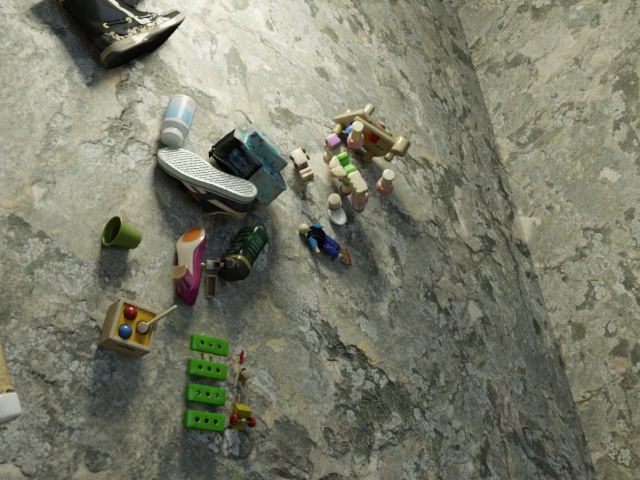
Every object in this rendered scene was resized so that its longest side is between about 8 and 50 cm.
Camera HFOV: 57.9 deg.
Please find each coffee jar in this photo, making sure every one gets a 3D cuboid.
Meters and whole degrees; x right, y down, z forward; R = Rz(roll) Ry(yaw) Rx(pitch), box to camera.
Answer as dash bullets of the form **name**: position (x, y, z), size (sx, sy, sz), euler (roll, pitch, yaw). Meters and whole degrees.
- **coffee jar**: position (-0.237, 0.041, 1.759), size (0.079, 0.096, 0.184), euler (59, 37, -31)

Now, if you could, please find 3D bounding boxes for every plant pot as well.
- **plant pot**: position (-0.521, -0.013, 1.537), size (0.079, 0.083, 0.083), euler (28, 49, -46)

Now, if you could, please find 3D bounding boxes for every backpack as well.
- **backpack**: position (-0.210, -0.244, 1.869), size (0.254, 0.191, 0.225), euler (53, 5, -18)

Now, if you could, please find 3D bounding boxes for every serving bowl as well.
- **serving bowl**: position (0.058, -0.093, 2.180), size (0.083, 0.027, 0.084), euler (23, 54, -34)

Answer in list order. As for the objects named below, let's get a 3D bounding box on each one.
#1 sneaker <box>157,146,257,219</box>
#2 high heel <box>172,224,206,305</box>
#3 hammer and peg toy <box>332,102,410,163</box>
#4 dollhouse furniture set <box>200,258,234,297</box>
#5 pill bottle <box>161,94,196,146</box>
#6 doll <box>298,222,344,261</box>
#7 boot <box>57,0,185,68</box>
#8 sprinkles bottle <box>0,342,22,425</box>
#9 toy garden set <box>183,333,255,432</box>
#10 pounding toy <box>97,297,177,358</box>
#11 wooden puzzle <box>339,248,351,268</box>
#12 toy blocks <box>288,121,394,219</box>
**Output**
- **sneaker**: position (-0.357, -0.163, 1.756), size (0.321, 0.128, 0.126), euler (28, 39, 2)
- **high heel**: position (-0.363, 0.066, 1.664), size (0.244, 0.082, 0.117), euler (-92, 172, -49)
- **hammer and peg toy**: position (0.211, -0.429, 2.291), size (0.266, 0.361, 0.127), euler (38, 80, -21)
- **dollhouse furniture set**: position (-0.300, 0.108, 1.641), size (0.081, 0.090, 0.115), euler (9, 83, -73)
- **pill bottle**: position (-0.445, -0.371, 1.802), size (0.087, 0.087, 0.160), euler (29, 49, -30)
- **doll**: position (0.000, 0.000, 2.056), size (0.189, 0.046, 0.129), euler (37, 45, -24)
- **boot**: position (-0.621, -0.721, 1.803), size (0.284, 0.138, 0.377), euler (49, 48, -12)
- **sprinkles bottle**: position (-0.718, 0.208, 1.175), size (0.121, 0.121, 0.356), euler (-11, 75, -47)
- **toy garden set**: position (-0.271, 0.394, 1.564), size (0.203, 0.049, 0.245), euler (20, 54, -34)
- **pounding toy**: position (-0.454, 0.212, 1.446), size (0.141, 0.100, 0.130), euler (28, 51, -31)
- **wooden puzzle**: position (0.092, 0.065, 2.138), size (0.049, 0.006, 0.083), euler (3, 65, -44)
- **toy blocks**: position (0.079, -0.232, 2.174), size (0.308, 0.260, 0.289), euler (-27, 75, -9)
